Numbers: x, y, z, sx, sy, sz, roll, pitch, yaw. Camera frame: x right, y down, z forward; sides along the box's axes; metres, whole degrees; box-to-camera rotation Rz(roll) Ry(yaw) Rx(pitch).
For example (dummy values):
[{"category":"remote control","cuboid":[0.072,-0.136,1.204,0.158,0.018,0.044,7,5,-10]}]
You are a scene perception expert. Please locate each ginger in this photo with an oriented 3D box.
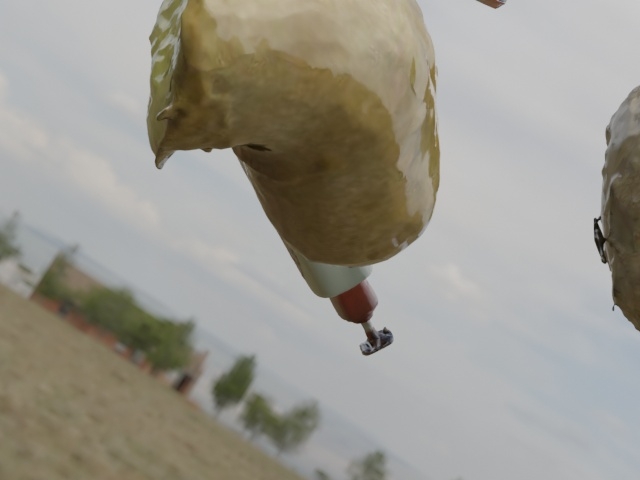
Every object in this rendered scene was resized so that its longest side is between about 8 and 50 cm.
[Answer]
[{"category":"ginger","cuboid":[-0.004,-0.079,0.908,0.267,0.152,0.138,43,19,-51]}]

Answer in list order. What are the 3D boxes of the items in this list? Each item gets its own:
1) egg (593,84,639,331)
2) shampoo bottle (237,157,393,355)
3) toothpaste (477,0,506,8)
[{"category":"egg","cuboid":[0.371,-0.011,1.452,0.279,0.279,0.310,-168,-120,-75]},{"category":"shampoo bottle","cuboid":[0.000,0.000,1.599,0.284,0.071,0.153,64,-4,-24]},{"category":"toothpaste","cuboid":[0.199,-0.330,1.697,0.044,0.193,0.070,24,-1,-6]}]
